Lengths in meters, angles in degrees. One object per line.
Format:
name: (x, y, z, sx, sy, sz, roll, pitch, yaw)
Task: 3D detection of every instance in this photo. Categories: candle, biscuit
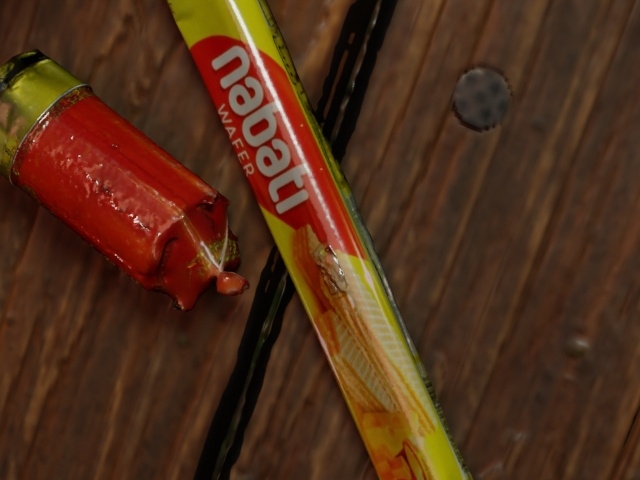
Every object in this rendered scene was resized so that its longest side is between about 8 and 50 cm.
candle: (-0.079, -0.020, 0.752, 0.130, 0.052, 0.052, 37, 109, 12)
biscuit: (0.000, 0.000, 0.735, 0.048, 0.026, 0.292, -27, 85, 43)
